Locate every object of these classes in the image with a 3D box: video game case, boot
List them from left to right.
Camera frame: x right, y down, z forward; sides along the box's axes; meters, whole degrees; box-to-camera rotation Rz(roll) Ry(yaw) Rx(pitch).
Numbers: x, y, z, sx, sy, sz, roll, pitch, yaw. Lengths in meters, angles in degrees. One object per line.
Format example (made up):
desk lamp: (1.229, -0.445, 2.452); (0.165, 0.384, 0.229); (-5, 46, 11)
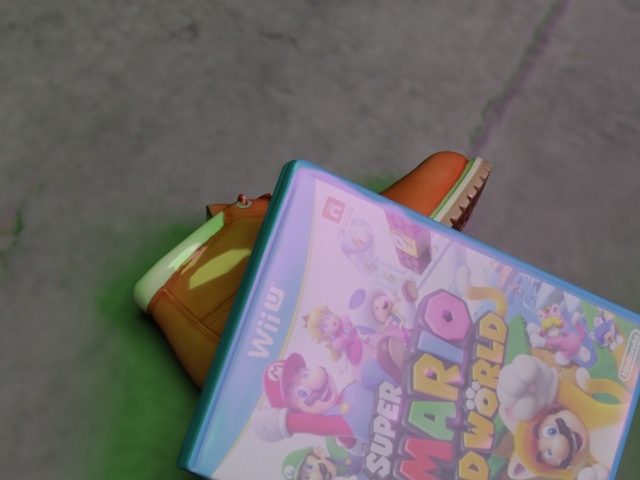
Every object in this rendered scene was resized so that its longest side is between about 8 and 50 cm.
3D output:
boot: (0.000, 0.000, 0.627); (0.084, 0.059, 0.158); (43, 61, 15)
video game case: (0.042, 0.056, 0.586); (0.166, 0.015, 0.119); (24, 77, -20)
